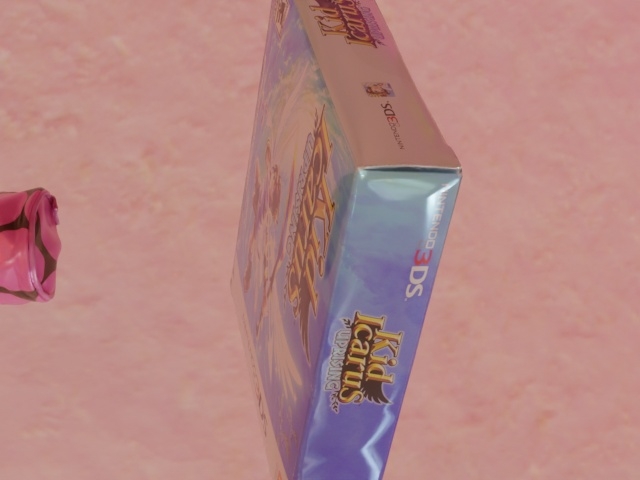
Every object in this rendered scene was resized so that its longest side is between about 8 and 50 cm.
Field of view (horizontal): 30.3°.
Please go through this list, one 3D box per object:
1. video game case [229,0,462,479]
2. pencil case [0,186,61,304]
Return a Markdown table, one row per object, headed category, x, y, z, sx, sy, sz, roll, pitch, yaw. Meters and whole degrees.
| category | x | y | z | sx | sy | sz | roll | pitch | yaw |
| --- | --- | --- | --- | --- | --- | --- | --- | --- | --- |
| video game case | 0.000 | 0.000 | 0.738 | 0.061 | 0.269 | 0.244 | 0 | 36 | -15 |
| pencil case | -0.297 | 0.000 | 0.894 | 0.098 | 0.209 | 0.095 | -80 | 170 | -49 |
